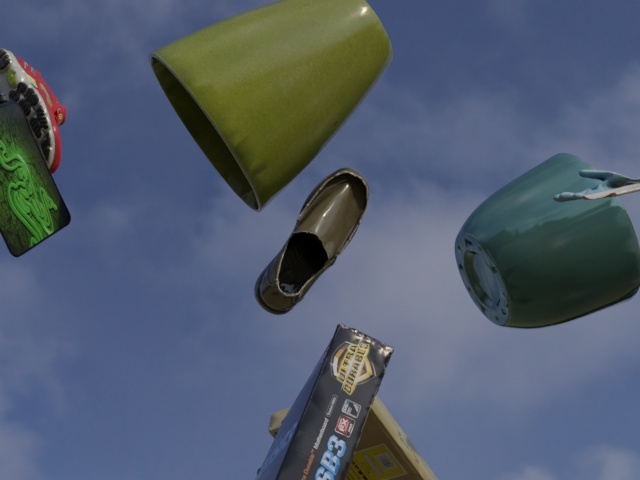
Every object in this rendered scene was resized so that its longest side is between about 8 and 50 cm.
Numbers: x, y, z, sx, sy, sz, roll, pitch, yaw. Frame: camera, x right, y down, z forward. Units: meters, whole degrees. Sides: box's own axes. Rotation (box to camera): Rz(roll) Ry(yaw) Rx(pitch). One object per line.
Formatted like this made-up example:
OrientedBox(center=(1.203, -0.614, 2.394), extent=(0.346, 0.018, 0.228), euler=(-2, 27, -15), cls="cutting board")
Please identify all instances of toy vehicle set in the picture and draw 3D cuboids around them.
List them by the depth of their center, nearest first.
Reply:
OrientedBox(center=(0.060, 0.334, 1.641), extent=(0.166, 0.035, 0.267), euler=(-20, -57, 22), cls="toy vehicle set")

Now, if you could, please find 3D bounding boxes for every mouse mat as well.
OrientedBox(center=(-0.407, -0.085, 1.454), extent=(0.007, 0.152, 0.189), euler=(-15, -75, 24), cls="mouse mat")

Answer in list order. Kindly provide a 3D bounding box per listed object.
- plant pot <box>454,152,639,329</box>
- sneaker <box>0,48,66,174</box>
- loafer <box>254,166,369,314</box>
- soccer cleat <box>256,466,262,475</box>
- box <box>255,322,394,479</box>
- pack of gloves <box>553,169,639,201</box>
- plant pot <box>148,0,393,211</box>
OrientedBox(center=(0.383, 0.025, 1.934), extent=(0.235, 0.293, 0.293), euler=(-25, -34, -15), cls="plant pot")
OrientedBox(center=(-0.442, -0.199, 1.703), extent=(0.107, 0.279, 0.118), euler=(-45, -39, 19), cls="sneaker")
OrientedBox(center=(0.000, 0.000, 1.589), extent=(0.094, 0.251, 0.087), euler=(34, -15, -10), cls="loafer")
OrientedBox(center=(-0.025, 0.382, 1.864), extent=(0.179, 0.072, 0.060), euler=(3, -9, -23), cls="soccer cleat")
OrientedBox(center=(-0.037, 0.274, 1.147), extent=(0.073, 0.293, 0.295), euler=(25, -32, -2), cls="box")
OrientedBox(center=(0.479, -0.101, 1.643), extent=(0.232, 0.046, 0.195), euler=(-12, 1, -19), cls="pack of gloves")
OrientedBox(center=(-0.050, -0.236, 1.584), extent=(0.293, 0.275, 0.275), euler=(-36, -38, -9), cls="plant pot")
